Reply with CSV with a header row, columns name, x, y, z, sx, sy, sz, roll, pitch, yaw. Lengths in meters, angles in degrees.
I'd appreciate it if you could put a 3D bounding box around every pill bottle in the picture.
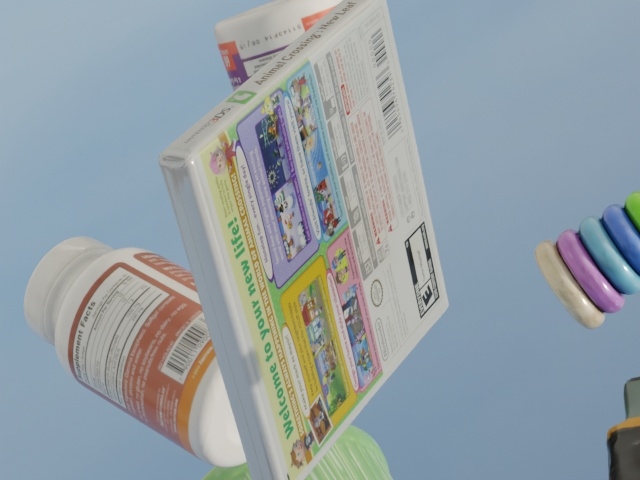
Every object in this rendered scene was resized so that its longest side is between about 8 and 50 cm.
name,x,y,z,sx,sy,sz,roll,pitch,yaw
pill bottle,-0.126,0.078,1.253,0.216,0.121,0.121,27,-116,33
pill bottle,-0.002,-0.091,1.235,0.108,0.193,0.108,-18,-170,3

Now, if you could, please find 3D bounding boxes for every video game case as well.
name,x,y,z,sx,sy,sz,roll,pitch,yaw
video game case,0.000,0.000,0.873,0.023,0.212,0.193,8,-144,33

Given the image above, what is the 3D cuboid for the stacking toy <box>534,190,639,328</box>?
name,x,y,z,sx,sy,sz,roll,pitch,yaw
stacking toy,0.460,-0.022,2.182,0.330,0.141,0.141,-35,-152,14

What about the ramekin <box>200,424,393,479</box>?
name,x,y,z,sx,sy,sz,roll,pitch,yaw
ramekin,-0.020,0.383,1.981,0.303,0.303,0.148,-37,-133,-2

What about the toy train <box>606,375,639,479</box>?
name,x,y,z,sx,sy,sz,roll,pitch,yaw
toy train,0.265,0.108,0.628,0.334,0.142,0.190,-12,-155,13
